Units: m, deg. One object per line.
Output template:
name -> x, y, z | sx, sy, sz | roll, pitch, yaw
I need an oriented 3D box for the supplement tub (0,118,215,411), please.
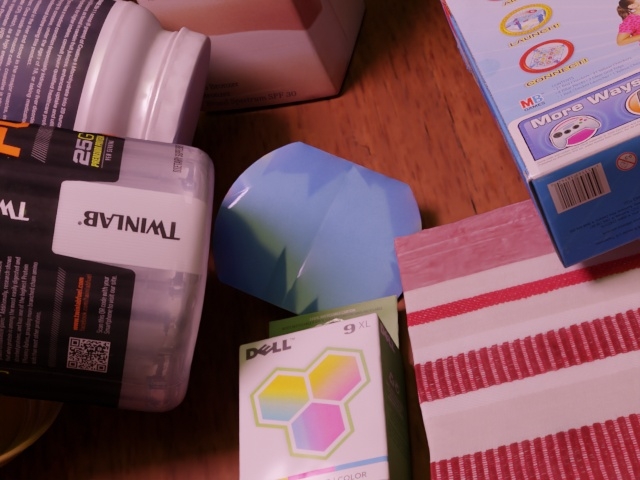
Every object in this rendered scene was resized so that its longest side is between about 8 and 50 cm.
supplement tub -> -0.256, 0.010, 1.110 | 0.338, 0.207, 0.207 | 8, 47, -8

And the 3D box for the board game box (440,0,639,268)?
board game box -> 0.272, -0.150, 1.119 | 0.308, 0.086, 0.302 | -22, 34, 7

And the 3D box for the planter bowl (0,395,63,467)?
planter bowl -> -0.313, 0.136, 1.177 | 0.217, 0.090, 0.217 | 8, 37, -6

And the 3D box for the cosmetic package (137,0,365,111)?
cosmetic package -> -0.086, -0.264, 1.297 | 0.153, 0.296, 0.129 | -5, 47, 25

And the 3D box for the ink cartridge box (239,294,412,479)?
ink cartridge box -> 0.002, 0.117, 1.063 | 0.109, 0.062, 0.209 | -14, 49, 15

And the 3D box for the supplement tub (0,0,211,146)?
supplement tub -> -0.245, -0.126, 1.267 | 0.272, 0.191, 0.191 | 14, 53, -1

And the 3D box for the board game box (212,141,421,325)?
board game box -> 0.000, 0.000, 1.194 | 0.168, 0.033, 0.133 | 22, 75, 16

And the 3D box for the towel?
towel -> 0.183, 0.095, 1.019 | 0.237, 0.037, 0.329 | -16, 47, 11

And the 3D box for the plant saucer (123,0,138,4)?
plant saucer -> -0.227, -0.312, 1.604 | 0.241, 0.037, 0.241 | -14, 46, 15
